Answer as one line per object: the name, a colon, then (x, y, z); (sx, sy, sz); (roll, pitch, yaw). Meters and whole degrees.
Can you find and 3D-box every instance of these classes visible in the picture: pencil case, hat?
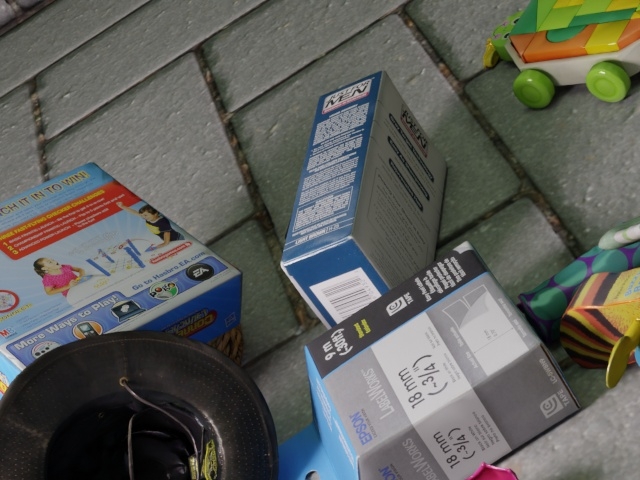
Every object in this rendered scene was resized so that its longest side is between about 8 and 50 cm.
pencil case: (0.290, 0.046, 1.735); (0.151, 0.064, 0.070); (-34, 32, 2)
hat: (-0.218, 0.256, 1.773); (0.331, 0.331, 0.134); (-48, 4, -21)

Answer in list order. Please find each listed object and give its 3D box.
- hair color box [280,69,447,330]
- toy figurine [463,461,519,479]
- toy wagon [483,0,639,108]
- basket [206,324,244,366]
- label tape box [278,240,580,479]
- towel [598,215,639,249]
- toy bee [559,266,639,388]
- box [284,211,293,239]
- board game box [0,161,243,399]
hair color box: (0.060, -0.037, 1.972); (0.105, 0.174, 0.347); (-21, 32, 25)
toy figurine: (0.129, 0.271, 1.515); (0.159, 0.130, 0.173); (-27, -7, -9)
toy wagon: (0.350, -0.289, 2.148); (0.344, 0.068, 0.267); (-1, 44, 44)
basket: (-0.237, 0.115, 2.002); (0.213, 0.223, 0.299); (-22, 32, 21)
label tape box: (0.080, 0.175, 1.720); (0.333, 0.106, 0.241); (-33, 29, 2)
towel: (0.434, -0.065, 1.559); (0.247, 0.038, 0.325); (-20, -5, -12)
toy bee: (0.354, 0.052, 1.570); (0.298, 0.162, 0.195); (-17, 33, 28)
box: (0.000, 0.000, 2.067); (0.052, 0.083, 0.062); (-17, 34, 28)
board game box: (-0.307, 0.059, 1.924); (0.308, 0.086, 0.302); (-28, 47, -34)
